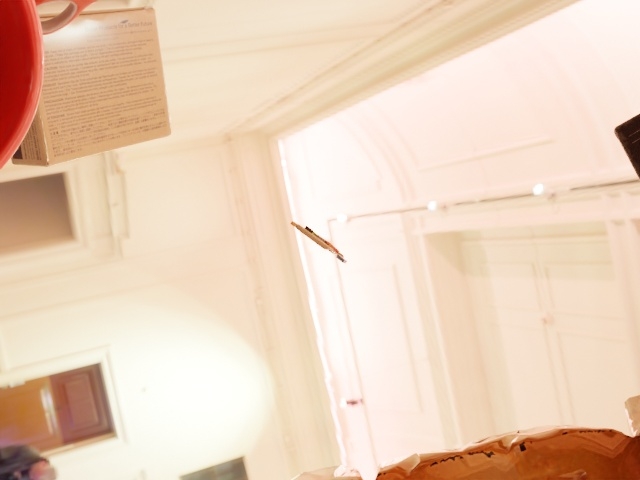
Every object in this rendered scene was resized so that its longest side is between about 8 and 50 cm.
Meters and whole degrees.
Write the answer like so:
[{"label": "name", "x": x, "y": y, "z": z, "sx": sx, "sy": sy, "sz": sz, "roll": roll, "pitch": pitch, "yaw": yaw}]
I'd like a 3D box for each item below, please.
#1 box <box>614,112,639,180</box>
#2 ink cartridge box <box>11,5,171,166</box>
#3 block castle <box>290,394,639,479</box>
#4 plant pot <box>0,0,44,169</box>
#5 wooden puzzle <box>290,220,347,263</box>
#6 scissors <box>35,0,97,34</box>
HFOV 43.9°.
[{"label": "box", "x": 0.425, "y": -0.082, "z": 0.693, "sx": 0.261, "sy": 0.103, "sz": 0.184, "roll": -33, "pitch": -133, "yaw": 28}, {"label": "ink cartridge box", "x": -0.329, "y": -0.220, "z": 1.111, "sx": 0.088, "sy": 0.234, "sz": 0.193, "roll": 6, "pitch": -71, "yaw": 35}, {"label": "block castle", "x": 0.175, "y": 0.139, "z": 0.169, "sx": 0.303, "sy": 0.453, "sz": 0.213, "roll": 29, "pitch": 47, "yaw": -79}, {"label": "plant pot", "x": -0.397, "y": -0.153, "z": 0.670, "sx": 0.243, "sy": 0.275, "sz": 0.275, "roll": 15, "pitch": -65, "yaw": 58}, {"label": "wooden puzzle", "x": 0.000, "y": 0.000, "z": 1.200, "sx": 0.116, "sy": 0.014, "sz": 0.078, "roll": 37, "pitch": 2, "yaw": 18}, {"label": "scissors", "x": -0.194, "y": -0.284, "z": 0.830, "sx": 0.109, "sy": 0.297, "sz": 0.021, "roll": 85, "pitch": -14, "yaw": -66}]
